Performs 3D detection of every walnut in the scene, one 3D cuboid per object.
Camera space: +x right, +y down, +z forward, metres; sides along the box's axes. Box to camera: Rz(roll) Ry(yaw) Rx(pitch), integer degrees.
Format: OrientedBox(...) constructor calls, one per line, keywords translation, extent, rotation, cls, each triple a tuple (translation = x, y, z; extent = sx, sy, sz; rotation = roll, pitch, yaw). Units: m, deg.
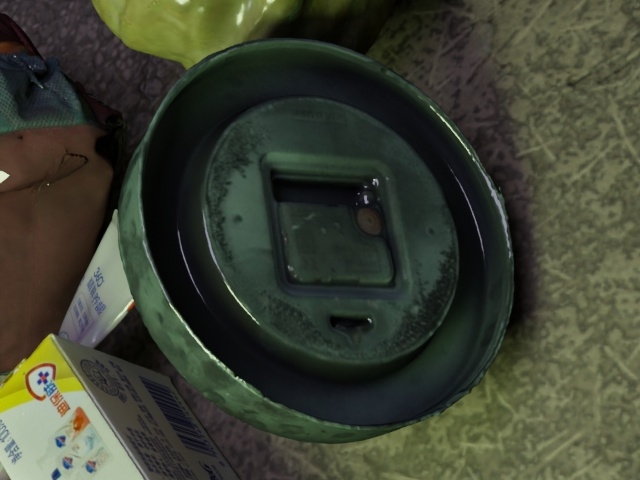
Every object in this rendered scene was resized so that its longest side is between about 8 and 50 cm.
OrientedBox(translation=(-0.058, -0.266, 1.300), extent=(0.282, 0.253, 0.277), rotation=(24, 109, -3), cls="walnut")

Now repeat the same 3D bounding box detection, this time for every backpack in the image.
OrientedBox(translation=(-0.303, -0.069, 1.418), extent=(0.317, 0.197, 0.283), rotation=(49, 133, 44), cls="backpack")

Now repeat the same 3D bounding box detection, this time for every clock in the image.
OrientedBox(translation=(0.000, -0.001, 1.169), extent=(0.061, 0.313, 0.312), rotation=(-39, 48, 53), cls="clock")

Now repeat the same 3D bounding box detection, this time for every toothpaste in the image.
OrientedBox(translation=(-0.223, 0.116, 1.345), extent=(0.301, 0.048, 0.075), rotation=(-57, 27, 21), cls="toothpaste")

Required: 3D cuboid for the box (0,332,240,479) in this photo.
OrientedBox(translation=(-0.135, 0.206, 1.236), extent=(0.097, 0.168, 0.265), rotation=(-47, 57, 10), cls="box")
